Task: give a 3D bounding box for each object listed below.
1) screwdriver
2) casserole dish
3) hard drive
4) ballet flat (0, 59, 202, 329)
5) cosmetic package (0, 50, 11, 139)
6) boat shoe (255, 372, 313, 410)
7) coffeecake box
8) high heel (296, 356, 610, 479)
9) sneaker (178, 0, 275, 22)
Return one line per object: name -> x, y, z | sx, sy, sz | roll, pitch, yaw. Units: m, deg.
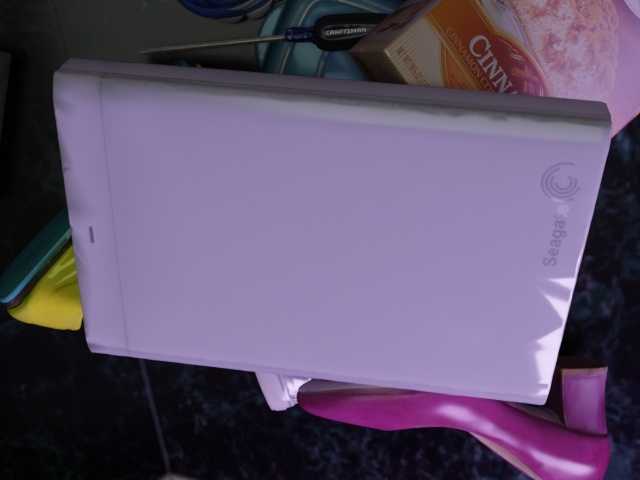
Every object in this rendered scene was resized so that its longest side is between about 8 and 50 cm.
screwdriver -> -0.037, -0.135, 0.551 | 0.170, 0.024, 0.025 | -1, 133, 1
casserole dish -> 0.044, -0.111, 0.587 | 0.188, 0.037, 0.114 | 21, 103, -6
hard drive -> 0.000, 0.000, 0.518 | 0.307, 0.040, 0.203 | 6, 122, 5
ballet flat -> -0.137, -0.022, 0.598 | 0.077, 0.077, 0.231 | 34, 105, -29
cosmetic package -> -0.260, -0.082, 0.592 | 0.060, 0.041, 0.115 | 10, 103, -3
boat shoe -> -0.034, 0.037, 0.611 | 0.063, 0.066, 0.184 | -18, 102, -6
coffeecake box -> 0.136, -0.123, 0.535 | 0.185, 0.068, 0.142 | -42, 111, -5
high heel -> 0.101, 0.148, 0.619 | 0.244, 0.082, 0.117 | 0, 96, -19
sneaker -> -0.024, -0.293, 0.486 | 0.130, 0.147, 0.330 | 14, 102, -3
